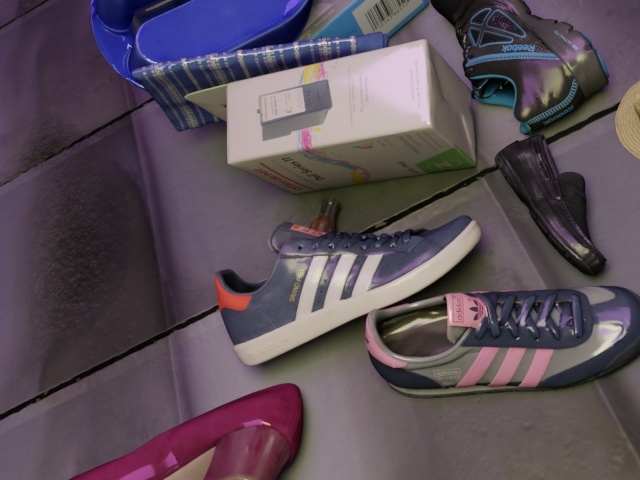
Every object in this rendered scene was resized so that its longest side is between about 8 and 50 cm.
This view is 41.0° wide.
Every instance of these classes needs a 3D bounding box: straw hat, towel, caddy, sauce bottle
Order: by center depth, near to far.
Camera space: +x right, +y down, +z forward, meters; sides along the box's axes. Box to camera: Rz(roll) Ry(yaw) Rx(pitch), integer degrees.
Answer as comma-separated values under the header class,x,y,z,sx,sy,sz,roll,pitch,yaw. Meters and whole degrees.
class,x,y,z,sx,sy,sz,roll,pitch,yaw
straw hat,0.418,-0.163,1.041,0.144,0.061,0.144,-17,61,34
sauce bottle,0.000,0.000,1.187,0.042,0.042,0.128,3,62,30
towel,-0.068,-0.215,1.202,0.336,0.243,0.040,-8,81,2
caddy,-0.166,-0.358,1.239,0.341,0.179,0.241,-29,91,-10

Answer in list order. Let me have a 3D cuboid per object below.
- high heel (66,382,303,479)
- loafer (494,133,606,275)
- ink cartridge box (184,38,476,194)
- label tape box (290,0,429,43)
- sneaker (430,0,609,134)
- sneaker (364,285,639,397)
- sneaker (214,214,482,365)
class,x,y,z,sx,sy,sz,roll,pitch,yaw
high heel,-0.190,0.289,1.081,0.377,0.127,0.181,-15,24,24
loafer,0.290,-0.052,1.045,0.078,0.076,0.223,-35,45,13
ink cartridge box,0.011,-0.149,1.163,0.353,0.207,0.119,-7,78,25
label tape box,-0.025,-0.419,1.439,0.249,0.115,0.348,-42,51,-2
sneaker,0.238,-0.279,1.197,0.139,0.125,0.341,-42,47,3
sneaker,0.201,0.102,0.953,0.319,0.131,0.112,-15,53,18
sneaker,0.022,0.024,1.069,0.350,0.131,0.148,-26,90,9
